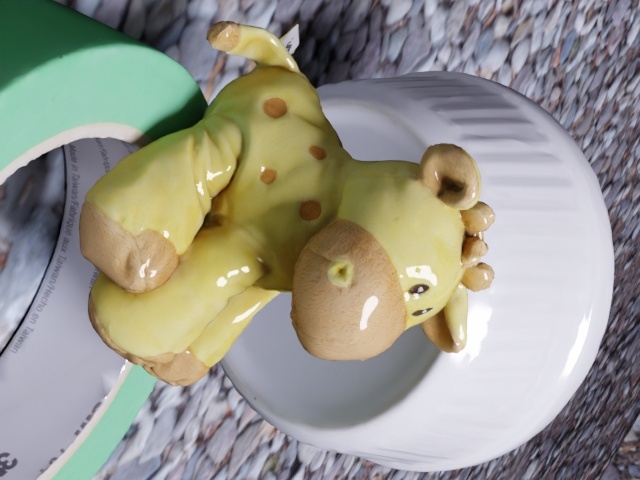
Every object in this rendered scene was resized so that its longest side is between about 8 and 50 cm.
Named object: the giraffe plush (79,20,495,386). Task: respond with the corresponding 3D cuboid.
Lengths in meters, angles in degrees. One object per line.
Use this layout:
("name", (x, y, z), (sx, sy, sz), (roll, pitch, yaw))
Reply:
("giraffe plush", (0.000, 0.000, 0.901), (0.210, 0.170, 0.181), (-59, 157, -9))

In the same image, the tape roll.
("tape roll", (-0.177, 0.034, 0.883), (0.321, 0.077, 0.321), (-48, 153, -34))

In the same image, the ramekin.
("ramekin", (0.040, 0.018, 1.106), (0.127, 0.273, 0.272), (4, 112, -52))
